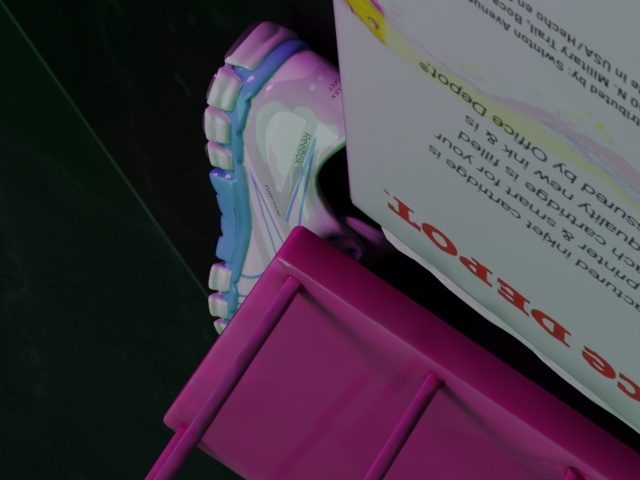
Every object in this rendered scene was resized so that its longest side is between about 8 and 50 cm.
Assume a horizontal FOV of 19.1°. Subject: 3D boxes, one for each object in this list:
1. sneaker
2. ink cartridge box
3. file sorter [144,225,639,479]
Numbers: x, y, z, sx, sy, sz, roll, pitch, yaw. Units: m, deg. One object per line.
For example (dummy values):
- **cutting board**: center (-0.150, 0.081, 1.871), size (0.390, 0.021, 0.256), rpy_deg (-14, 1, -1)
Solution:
- **sneaker**: center (0.000, 0.000, 0.816), size (0.083, 0.071, 0.191), rpy_deg (26, 144, 26)
- **ink cartridge box**: center (0.110, -0.053, 0.498), size (0.201, 0.117, 0.278), rpy_deg (39, 162, 20)
- **file sorter**: center (0.039, 0.179, 0.784), size (0.290, 0.182, 0.202), rpy_deg (34, 151, -1)
